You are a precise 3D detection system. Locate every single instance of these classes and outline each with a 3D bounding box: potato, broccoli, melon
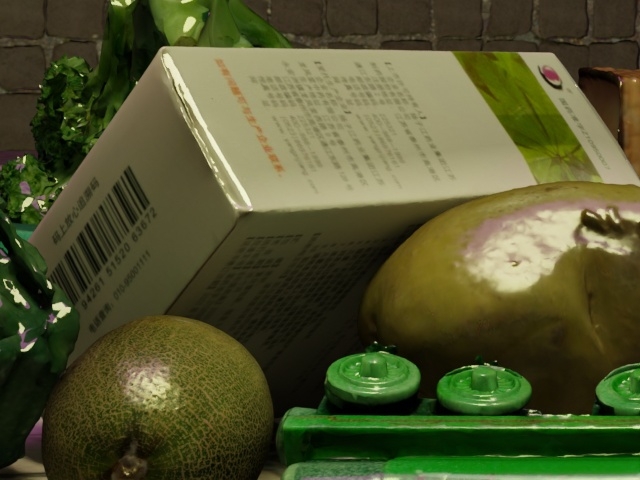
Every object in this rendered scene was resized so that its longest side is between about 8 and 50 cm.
[{"bbox_3d":[0.120,0.043,0.953,0.200,0.154,0.137,-10,22,-10],"label":"potato"},{"bbox_3d":[-0.088,-0.064,1.411,0.308,0.275,0.308,-4,35,3],"label":"broccoli"},{"bbox_3d":[-0.069,0.081,0.856,0.099,0.099,0.162,1,5,4],"label":"melon"}]

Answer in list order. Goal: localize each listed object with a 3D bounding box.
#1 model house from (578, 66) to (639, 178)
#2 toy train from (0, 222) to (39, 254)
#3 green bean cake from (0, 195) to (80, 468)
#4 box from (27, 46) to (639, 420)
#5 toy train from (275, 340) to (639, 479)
[{"bbox_3d":[0.304,-0.053,1.587,0.172,0.182,0.166,-3,9,-5],"label":"model house"},{"bbox_3d":[-0.245,0.024,1.263,0.194,0.120,0.298,5,4,-28],"label":"toy train"},{"bbox_3d":[-0.238,0.025,0.911,0.208,0.107,0.193,-13,59,-47],"label":"green bean cake"},{"bbox_3d":[0.000,0.000,1.042,0.299,0.106,0.200,-6,-34,-45],"label":"box"},{"bbox_3d":[0.099,0.100,0.815,0.251,0.085,0.119,-2,22,12],"label":"toy train"}]
